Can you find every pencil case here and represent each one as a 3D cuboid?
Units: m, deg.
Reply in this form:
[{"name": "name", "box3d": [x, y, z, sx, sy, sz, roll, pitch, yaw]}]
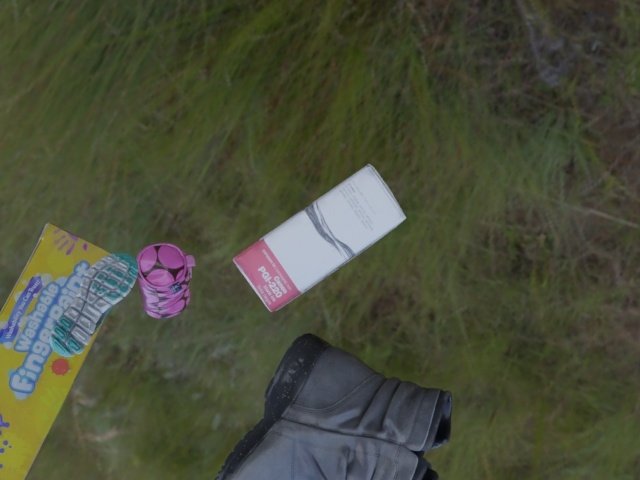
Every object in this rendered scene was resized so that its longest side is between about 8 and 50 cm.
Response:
[{"name": "pencil case", "box3d": [-0.272, 0.075, 1.728, 0.209, 0.098, 0.095, 116, 134, -70]}]

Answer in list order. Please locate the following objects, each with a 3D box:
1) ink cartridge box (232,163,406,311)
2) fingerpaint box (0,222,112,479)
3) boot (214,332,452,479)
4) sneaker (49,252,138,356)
[{"name": "ink cartridge box", "box3d": [0.000, 0.000, 1.322, 0.092, 0.218, 0.158, 53, 178, 2]}, {"name": "fingerpaint box", "box3d": [-0.514, 0.241, 1.676, 0.163, 0.445, 0.371, 27, 155, -12]}, {"name": "boot", "box3d": [0.005, 0.294, 1.157, 0.222, 0.338, 0.118, 24, 175, 20]}, {"name": "sneaker", "box3d": [-0.314, 0.086, 1.343, 0.065, 0.166, 0.076, 40, 160, -7]}]
